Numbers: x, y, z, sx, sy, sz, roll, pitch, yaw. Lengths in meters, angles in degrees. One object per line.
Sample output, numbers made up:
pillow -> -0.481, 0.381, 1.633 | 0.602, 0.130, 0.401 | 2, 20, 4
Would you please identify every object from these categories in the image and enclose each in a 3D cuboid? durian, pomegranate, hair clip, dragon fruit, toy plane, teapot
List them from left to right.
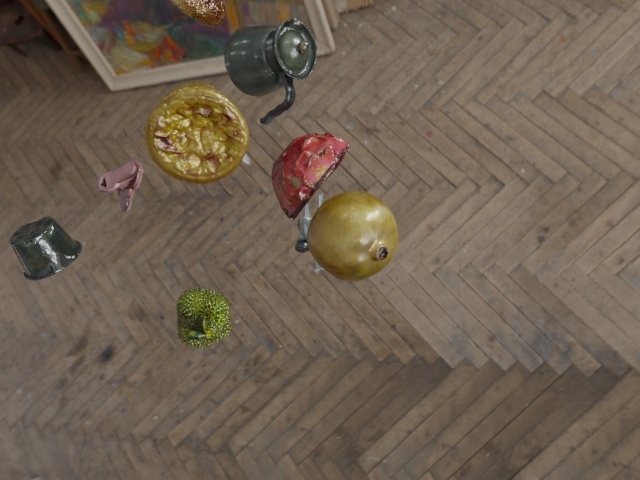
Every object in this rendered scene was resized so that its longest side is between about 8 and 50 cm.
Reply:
hair clip -> -0.555, -0.167, 1.637 | 0.138, 0.102, 0.123 | -33, 62, 3
durian -> -0.301, 0.196, 1.486 | 0.146, 0.198, 0.159 | -3, 69, -28
teapot -> -0.153, -0.547, 1.764 | 0.285, 0.223, 0.305 | 1, 60, 45
dragon fruit -> -0.036, -0.187, 1.451 | 0.189, 0.163, 0.262 | 25, 71, 23
toy plane -> -0.005, 0.000, 1.586 | 0.101, 0.255, 0.251 | -8, 56, 18
pomegranate -> 0.075, -0.010, 1.364 | 0.233, 0.233, 0.233 | -6, 73, 18

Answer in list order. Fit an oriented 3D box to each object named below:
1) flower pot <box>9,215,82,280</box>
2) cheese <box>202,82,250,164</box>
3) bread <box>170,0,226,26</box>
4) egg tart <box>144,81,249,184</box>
flower pot -> -0.704, 0.012, 1.436 | 0.157, 0.107, 0.157 | -15, 34, 11
cheese -> -0.245, -0.291, 1.455 | 0.054, 0.127, 0.251 | -38, 69, 12
bread -> -0.302, -0.580, 1.342 | 0.064, 0.193, 0.193 | -47, 64, 23
egg tart -> -0.253, -0.230, 1.171 | 0.202, 0.202, 0.147 | -35, 31, 8
